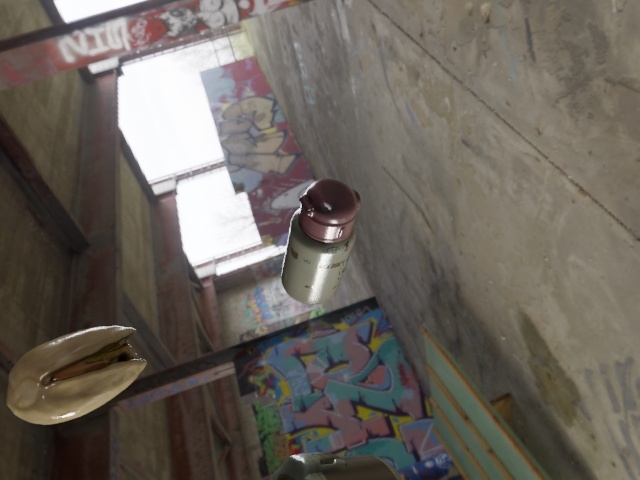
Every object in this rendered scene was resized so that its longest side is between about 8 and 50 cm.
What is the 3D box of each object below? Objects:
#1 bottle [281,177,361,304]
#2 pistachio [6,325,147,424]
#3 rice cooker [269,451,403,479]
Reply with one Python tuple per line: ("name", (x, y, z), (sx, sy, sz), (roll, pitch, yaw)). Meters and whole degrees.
("bottle", (0.000, 0.000, 0.833), (0.233, 0.110, 0.110), (105, 150, -47))
("pistachio", (-0.563, 0.311, 1.177), (0.187, 0.299, 0.187), (13, 110, 41))
("rice cooker", (0.029, 0.668, 1.168), (0.335, 0.325, 0.335), (-22, 64, 55))
